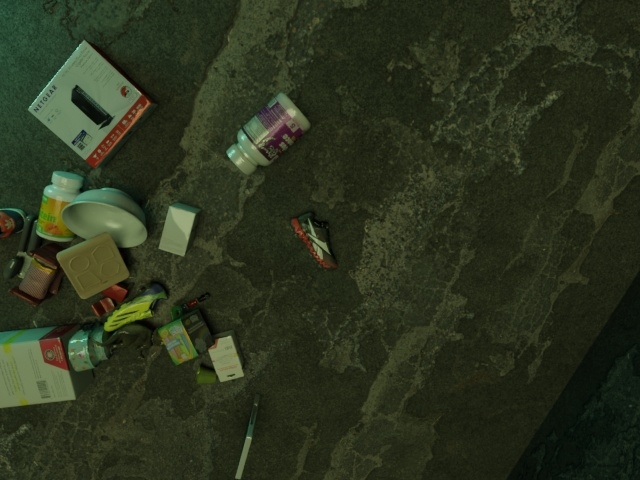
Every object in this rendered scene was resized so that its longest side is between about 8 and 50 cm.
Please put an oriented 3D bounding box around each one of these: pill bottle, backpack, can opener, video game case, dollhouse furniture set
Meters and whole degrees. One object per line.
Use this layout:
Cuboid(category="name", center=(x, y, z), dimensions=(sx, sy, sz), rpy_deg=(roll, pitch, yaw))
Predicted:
Cuboid(category="pill bottle", center=(-0.983, -0.132, 1.596), dimensions=(0.136, 0.136, 0.245), rpy_deg=(18, 103, -6))
Cuboid(category="pill bottle", center=(-0.195, -0.383, 1.543), dimensions=(0.301, 0.169, 0.169), rpy_deg=(-41, 102, 8))
Cuboid(category="backpack", center=(-0.937, 0.437, 1.713), dimensions=(0.145, 0.188, 0.165), rpy_deg=(-6, 103, 0))
Cuboid(category="can opener", center=(-1.163, 0.035, 1.655), dimensions=(0.074, 0.093, 0.280), rpy_deg=(26, 102, -3))
Cuboid(category="video game case", center=(-0.306, 0.820, 1.777), dimensions=(0.025, 0.285, 0.204), rpy_deg=(15, 103, -5))
Cuboid(category="dollhouse furniture set", center=(-0.980, 0.191, 1.668), dimensions=(0.374, 0.152, 0.201), rpy_deg=(30, 101, -9))

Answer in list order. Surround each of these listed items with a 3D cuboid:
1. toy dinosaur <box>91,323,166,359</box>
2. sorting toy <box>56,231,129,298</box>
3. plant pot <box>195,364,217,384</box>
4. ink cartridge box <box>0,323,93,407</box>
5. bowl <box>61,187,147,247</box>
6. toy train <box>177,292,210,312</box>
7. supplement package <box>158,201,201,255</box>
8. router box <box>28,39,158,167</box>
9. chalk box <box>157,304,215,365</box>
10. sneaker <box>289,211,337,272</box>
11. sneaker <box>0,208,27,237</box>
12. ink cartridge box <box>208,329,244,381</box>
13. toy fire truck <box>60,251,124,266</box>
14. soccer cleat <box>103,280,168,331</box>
Cuboid(category="toy dinosaur", center=(-0.763, 0.396, 1.723), dimensions=(0.314, 0.121, 0.160), rpy_deg=(26, 106, -34))
Cuboid(category="sorting toy", center=(-0.853, 0.093, 1.583), dimensions=(0.193, 0.038, 0.208), rpy_deg=(-31, 127, -29))
Cuboid(category="plant pot", center=(-0.497, 0.593, 1.828), dimensions=(0.079, 0.083, 0.083), rpy_deg=(15, 103, -17))
Cuboid(category="ink cartridge box", center=(-1.196, 0.518, 1.738), dimensions=(0.385, 0.160, 0.279), rpy_deg=(-6, 104, 0))
Cuboid(category="bowl", center=(-0.794, -0.104, 1.581), dimensions=(0.298, 0.134, 0.298), rpy_deg=(1, 148, 0))
Cuboid(category="toy train", center=(-0.536, 0.264, 1.760), dimensions=(0.158, 0.036, 0.027), rpy_deg=(-27, 103, 5))
Cuboid(category="supplement package", center=(-0.550, -0.047, 1.648), dimensions=(0.105, 0.105, 0.179), rpy_deg=(18, 103, -6))
Cuboid(category="router box", center=(-0.830, -0.490, 1.540), dimensions=(0.301, 0.082, 0.335), rpy_deg=(43, 99, -11))
Cuboid(category="chalk box", center=(-0.553, 0.369, 1.699), dimensions=(0.132, 0.132, 0.213), rpy_deg=(-26, 91, 20))
Cuboid(category="sneaker", center=(0.000, 0.000, 1.680), dimensions=(0.135, 0.097, 0.276), rpy_deg=(-34, 101, 9))
Cuboid(category="sneaker", center=(-1.332, -0.054, 1.599), dimensions=(0.350, 0.148, 0.131), rpy_deg=(-11, 104, 1))
Cuboid(category="ink cartridge box", center=(-0.405, 0.498, 1.808), dimensions=(0.115, 0.067, 0.198), rpy_deg=(-14, 102, 2))
Cuboid(category="toy fire truck", center=(-0.884, 0.082, 1.631), dimensions=(0.135, 0.192, 0.047), rpy_deg=(49, 135, -11))
Cuboid(category="soccer cleat", center=(-0.755, 0.290, 1.716), dimensions=(0.289, 0.093, 0.121), rpy_deg=(-40, 99, -2))
